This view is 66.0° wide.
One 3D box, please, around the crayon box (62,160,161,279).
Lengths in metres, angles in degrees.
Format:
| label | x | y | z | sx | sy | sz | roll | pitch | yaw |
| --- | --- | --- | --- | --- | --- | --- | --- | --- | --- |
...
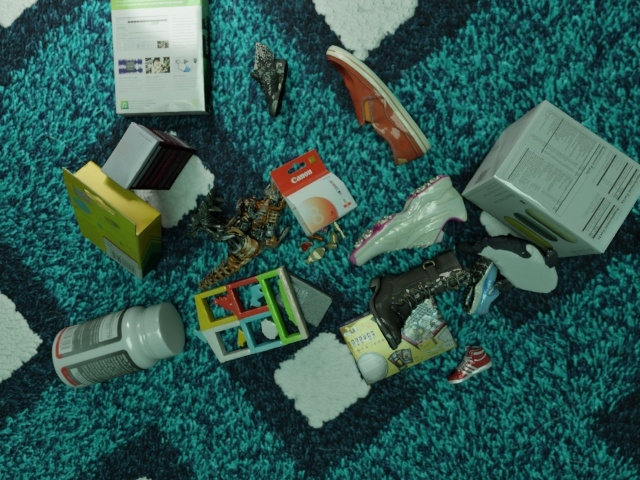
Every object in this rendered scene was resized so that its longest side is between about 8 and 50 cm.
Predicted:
| label | x | y | z | sx | sy | sz | roll | pitch | yaw |
| --- | --- | --- | --- | --- | --- | --- | --- | --- | --- |
| crayon box | -0.471 | -0.047 | 1.144 | 0.202 | 0.318 | 0.081 | 38 | 61 | 1 |

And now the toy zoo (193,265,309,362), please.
| label | x | y | z | sx | sy | sz | roll | pitch | yaw |
| --- | --- | --- | --- | --- | --- | --- | --- | --- | --- |
| toy zoo | -0.195 | 0.196 | 1.254 | 0.293 | 0.030 | 0.192 | -18 | 97 | 13 |

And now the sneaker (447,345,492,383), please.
| label | x | y | z | sx | sy | sz | roll | pitch | yaw |
| --- | --- | --- | --- | --- | --- | --- | --- | --- | --- |
| sneaker | 0.356 | 0.302 | 1.213 | 0.118 | 0.042 | 0.067 | -28 | 96 | 0 |

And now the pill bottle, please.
| label | x | y | z | sx | sy | sz | roll | pitch | yaw |
| --- | --- | --- | --- | --- | --- | --- | --- | --- | --- |
| pill bottle | -0.500 | 0.259 | 1.241 | 0.283 | 0.161 | 0.161 | -17 | 93 | 7 |

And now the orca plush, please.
| label | x | y | z | sx | sy | sz | roll | pitch | yaw |
| --- | --- | --- | --- | --- | --- | --- | --- | --- | --- |
| orca plush | 0.430 | 0.032 | 1.133 | 0.287 | 0.102 | 0.151 | 13 | 132 | -19 |

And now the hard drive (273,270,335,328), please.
| label | x | y | z | sx | sy | sz | roll | pitch | yaw |
| --- | --- | --- | --- | --- | --- | --- | --- | --- | --- |
| hard drive | -0.043 | 0.152 | 1.252 | 0.135 | 0.022 | 0.094 | 30 | 98 | 3 |

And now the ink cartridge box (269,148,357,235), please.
| label | x | y | z | sx | sy | sz | roll | pitch | yaw |
| --- | --- | --- | --- | --- | --- | --- | --- | --- | --- |
| ink cartridge box | -0.014 | -0.121 | 1.180 | 0.145 | 0.045 | 0.179 | -32 | 95 | -25 |

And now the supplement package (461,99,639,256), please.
| label | x | y | z | sx | sy | sz | roll | pitch | yaw |
| --- | --- | --- | --- | --- | --- | --- | --- | --- | --- |
| supplement package | 0.492 | -0.119 | 1.060 | 0.263 | 0.199 | 0.198 | 35 | 84 | 1 |

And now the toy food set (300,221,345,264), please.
| label | x | y | z | sx | sy | sz | roll | pitch | yaw |
| --- | --- | --- | --- | --- | --- | --- | --- | --- | --- |
| toy food set | 0.000 | 0.000 | 1.237 | 0.122 | 0.019 | 0.078 | -32 | 91 | 16 |

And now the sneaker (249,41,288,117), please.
| label | x | y | z | sx | sy | sz | roll | pitch | yaw |
| --- | --- | --- | --- | --- | --- | --- | --- | --- | --- |
| sneaker | -0.131 | -0.390 | 1.199 | 0.089 | 0.051 | 0.170 | 11 | 92 | 5 |

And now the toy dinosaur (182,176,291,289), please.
| label | x | y | z | sx | sy | sz | roll | pitch | yaw |
| --- | --- | --- | --- | --- | --- | --- | --- | --- | --- |
| toy dinosaur | -0.202 | -0.022 | 1.197 | 0.218 | 0.164 | 0.322 | 33 | 76 | -14 |

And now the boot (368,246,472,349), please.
| label | x | y | z | sx | sy | sz | roll | pitch | yaw |
| --- | --- | --- | --- | --- | --- | --- | --- | --- | --- |
| boot | 0.230 | 0.115 | 1.114 | 0.229 | 0.263 | 0.091 | -22 | 118 | 14 |

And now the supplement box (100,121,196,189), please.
| label | x | y | z | sx | sy | sz | roll | pitch | yaw |
| --- | --- | --- | --- | --- | --- | --- | --- | --- | --- |
| supplement box | -0.391 | -0.188 | 1.147 | 0.073 | 0.239 | 0.130 | 37 | 97 | 1 |

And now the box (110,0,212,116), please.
| label | x | y | z | sx | sy | sz | roll | pitch | yaw |
| --- | --- | --- | --- | --- | --- | --- | --- | --- | --- |
| box | -0.391 | -0.473 | 1.216 | 0.232 | 0.058 | 0.322 | 0 | 97 | 6 |

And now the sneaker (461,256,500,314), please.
| label | x | y | z | sx | sy | sz | roll | pitch | yaw |
| --- | --- | --- | --- | --- | --- | --- | --- | --- | --- |
| sneaker | 0.401 | 0.105 | 1.192 | 0.073 | 0.063 | 0.162 | 15 | 100 | -15 |

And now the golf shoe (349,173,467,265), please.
| label | x | y | z | sx | sy | sz | roll | pitch | yaw |
| --- | --- | --- | --- | --- | --- | --- | --- | --- | --- |
| golf shoe | 0.209 | -0.020 | 1.167 | 0.306 | 0.115 | 0.140 | -38 | 94 | 9 |

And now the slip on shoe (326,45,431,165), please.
| label | x | y | z | sx | sy | sz | roll | pitch | yaw |
| --- | --- | --- | --- | --- | --- | --- | --- | --- | --- |
| slip on shoe | 0.119 | -0.313 | 1.149 | 0.101 | 0.123 | 0.331 | -39 | 95 | 12 |

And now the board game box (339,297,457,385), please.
| label | x | y | z | sx | sy | sz | roll | pitch | yaw |
| --- | --- | --- | --- | --- | --- | --- | --- | --- | --- |
| board game box | 0.191 | 0.235 | 1.225 | 0.243 | 0.042 | 0.165 | -26 | 92 | 8 |
